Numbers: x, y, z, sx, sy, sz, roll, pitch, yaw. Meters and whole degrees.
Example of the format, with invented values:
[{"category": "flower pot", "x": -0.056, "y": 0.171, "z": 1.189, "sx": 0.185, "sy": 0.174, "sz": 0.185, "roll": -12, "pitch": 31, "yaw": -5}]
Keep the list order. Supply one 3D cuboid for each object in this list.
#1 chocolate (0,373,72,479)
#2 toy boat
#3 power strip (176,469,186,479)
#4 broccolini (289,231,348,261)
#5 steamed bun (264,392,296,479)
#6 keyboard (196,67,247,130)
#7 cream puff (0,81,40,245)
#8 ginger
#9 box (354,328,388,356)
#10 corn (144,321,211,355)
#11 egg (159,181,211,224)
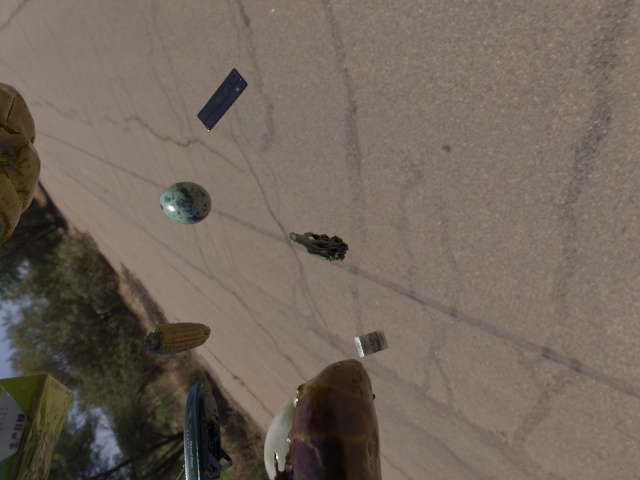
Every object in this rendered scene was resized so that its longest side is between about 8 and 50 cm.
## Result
[{"category": "chocolate", "x": -0.798, "y": 0.523, "z": 1.198, "sx": 0.301, "sy": 0.137, "sz": 0.288, "roll": 120, "pitch": 156, "yaw": -58}, {"category": "toy boat", "x": -0.264, "y": 0.436, "z": 1.030, "sx": 0.093, "sy": 0.103, "sz": 0.246, "roll": 52, "pitch": -152, "yaw": -69}, {"category": "power strip", "x": -0.415, "y": 0.760, "z": 1.376, "sx": 0.034, "sy": 0.268, "sz": 0.092, "roll": -1, "pitch": 120, "yaw": 22}, {"category": "broccolini", "x": -0.015, "y": 0.013, "z": 1.054, "sx": 0.068, "sy": 0.203, "sz": 0.091, "roll": -48, "pitch": 56, "yaw": 25}, {"category": "steamed bun", "x": -0.038, "y": 0.621, "z": 1.391, "sx": 0.206, "sy": 0.324, "sz": 0.324, "roll": 5, "pitch": 124, "yaw": 37}, {"category": "keyboard", "x": -0.231, "y": -0.326, "z": 1.044, "sx": 0.155, "sy": 0.010, "sz": 0.053, "roll": -40, "pitch": 88, "yaw": 26}, {"category": "cream puff", "x": -0.504, "y": -0.109, "z": 0.494, "sx": 0.324, "sy": 0.291, "sz": 0.257, "roll": 23, "pitch": 148, "yaw": -27}, {"category": "ginger", "x": -0.011, "y": 0.397, "z": 0.716, "sx": 0.254, "sy": 0.418, "sz": 0.176, "roll": -3, "pitch": 152, "yaw": 12}, {"category": "box", "x": 0.136, "y": 0.271, "z": 1.186, "sx": 0.024, "sy": 0.083, "sz": 0.054, "roll": -39, "pitch": 66, "yaw": 56}, {"category": "corn", "x": -0.438, "y": 0.302, "z": 1.392, "sx": 0.097, "sy": 0.097, "sz": 0.262, "roll": 46, "pitch": -167, "yaw": 22}, {"category": "egg", "x": -0.422, "y": -0.117, "z": 1.394, "sx": 0.172, "sy": 0.132, "sz": 0.132, "roll": 9, "pitch": 133, "yaw": 16}]
